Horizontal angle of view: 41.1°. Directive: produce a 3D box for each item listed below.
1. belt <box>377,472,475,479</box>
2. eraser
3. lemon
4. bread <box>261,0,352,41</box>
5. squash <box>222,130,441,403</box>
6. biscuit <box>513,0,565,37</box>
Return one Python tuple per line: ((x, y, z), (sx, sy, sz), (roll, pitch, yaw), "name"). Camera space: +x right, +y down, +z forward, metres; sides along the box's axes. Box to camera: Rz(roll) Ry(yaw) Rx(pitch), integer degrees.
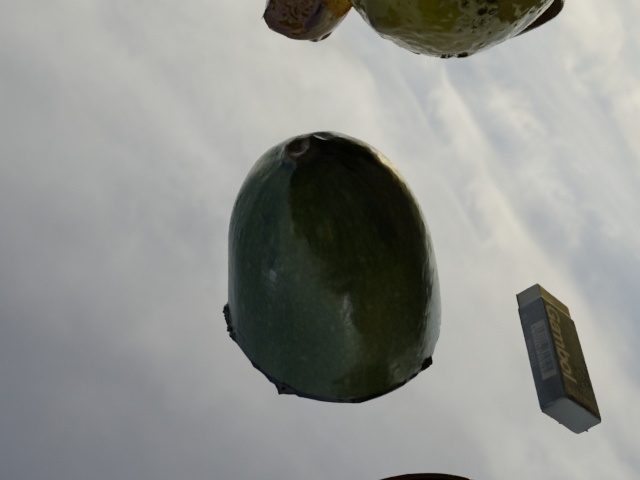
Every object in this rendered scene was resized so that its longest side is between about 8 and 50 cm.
((0.131, 0.410, 1.121), (0.262, 0.105, 0.184), (-9, -133, -7), "belt")
((0.341, 0.166, 1.235), (0.092, 0.046, 0.212), (34, -144, -30), "eraser")
((0.189, -0.441, 1.184), (0.350, 0.350, 0.387), (44, -97, -15), "lemon")
((0.000, -0.484, 1.473), (0.149, 0.195, 0.344), (18, -137, -13), "bread")
((0.029, -0.005, 1.083), (0.311, 0.308, 0.310), (3, -136, -3), "squash")
((0.277, -0.427, 1.582), (0.394, 0.351, 0.070), (-55, -43, -53), "biscuit")
